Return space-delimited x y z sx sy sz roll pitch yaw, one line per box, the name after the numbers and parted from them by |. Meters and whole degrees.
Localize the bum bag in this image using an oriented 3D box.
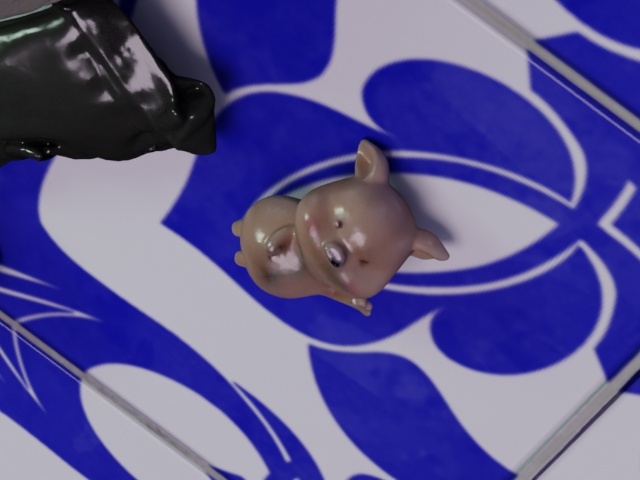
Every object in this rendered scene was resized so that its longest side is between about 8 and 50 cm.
-0.214 -0.106 1.317 0.326 0.079 0.142 -3 130 28 | bum bag

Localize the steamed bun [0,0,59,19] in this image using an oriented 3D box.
-0.297 -0.271 1.126 0.383 0.236 0.247 35 135 3 | steamed bun

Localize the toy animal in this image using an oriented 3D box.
0.002 -0.004 1.272 0.150 0.089 0.083 -9 139 31 | toy animal
